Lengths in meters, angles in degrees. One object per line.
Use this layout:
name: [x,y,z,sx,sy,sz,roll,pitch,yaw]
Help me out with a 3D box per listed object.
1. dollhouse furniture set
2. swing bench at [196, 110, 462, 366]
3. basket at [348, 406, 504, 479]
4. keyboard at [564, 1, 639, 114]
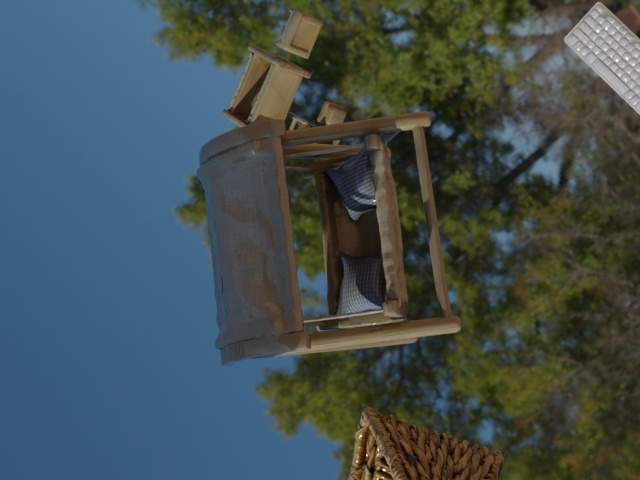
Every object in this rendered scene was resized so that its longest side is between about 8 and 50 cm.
dollhouse furniture set: [-0.029,-0.234,1.500,0.161,0.182,0.101,15,-165,-39]
swing bench: [0.000,0.000,1.173,0.165,0.254,0.253,143,121,-71]
basket: [0.110,0.428,1.450,0.223,0.299,0.213,16,-158,15]
keyboard: [0.442,-0.209,1.385,0.256,0.072,0.014,47,-153,9]
